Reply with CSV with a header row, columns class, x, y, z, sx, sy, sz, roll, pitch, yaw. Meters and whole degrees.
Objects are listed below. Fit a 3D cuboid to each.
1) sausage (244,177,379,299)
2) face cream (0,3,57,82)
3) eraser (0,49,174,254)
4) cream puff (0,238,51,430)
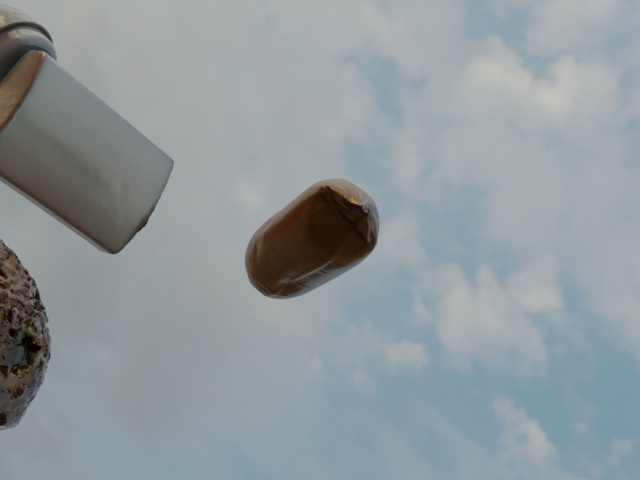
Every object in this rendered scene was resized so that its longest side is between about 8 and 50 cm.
class,x,y,z,sx,sy,sz,roll,pitch,yaw
sausage,-0.002,-0.006,1.211,0.112,0.112,0.328,58,-28,0
face cream,-0.438,-0.268,1.415,0.104,0.117,0.117,45,-40,29
eraser,-0.347,-0.118,1.415,0.095,0.174,0.270,14,-20,43
cream puff,-0.434,0.079,1.103,0.303,0.212,0.303,20,-16,6
